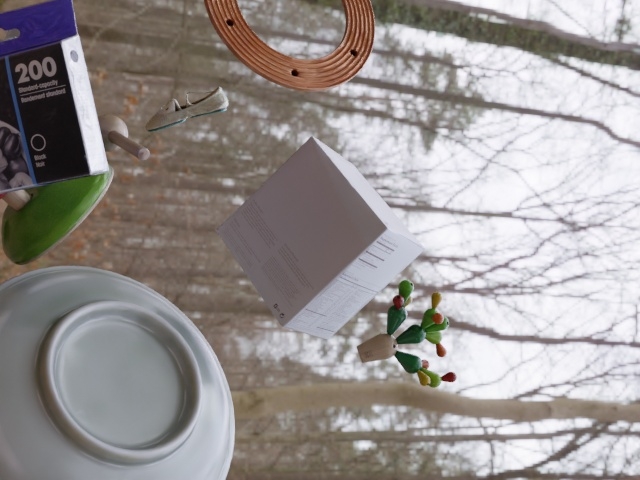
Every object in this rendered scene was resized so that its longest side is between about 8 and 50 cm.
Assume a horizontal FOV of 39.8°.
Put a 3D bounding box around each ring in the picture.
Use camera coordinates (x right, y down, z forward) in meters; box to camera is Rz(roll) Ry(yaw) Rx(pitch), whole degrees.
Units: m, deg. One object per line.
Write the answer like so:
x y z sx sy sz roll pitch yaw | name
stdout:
-0.054 -0.416 1.577 0.032 0.337 0.336 -33 -125 56 | ring

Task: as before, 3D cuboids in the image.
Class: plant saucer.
-0.263 0.190 1.117 0.100 0.400 0.400 -41 -134 39 | plant saucer

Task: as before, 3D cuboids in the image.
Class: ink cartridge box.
-0.363 -0.161 1.019 0.045 0.206 0.208 -24 104 -72 | ink cartridge box

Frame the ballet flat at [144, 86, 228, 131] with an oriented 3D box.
-0.261 -0.255 1.693 0.057 0.168 0.052 -113 -173 -69 | ballet flat

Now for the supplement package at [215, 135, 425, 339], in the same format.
0.000 0.000 1.289 0.203 0.149 0.194 -43 -118 12 | supplement package

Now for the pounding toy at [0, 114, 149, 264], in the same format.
-0.359 -0.088 1.171 0.237 0.110 0.183 -45 -153 -4 | pounding toy

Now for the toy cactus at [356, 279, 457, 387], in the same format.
0.160 0.191 1.652 0.112 0.180 0.219 -117 -171 -69 | toy cactus

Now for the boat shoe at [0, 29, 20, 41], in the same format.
-0.601 -0.330 1.769 0.103 0.118 0.320 57 30 -60 | boat shoe
